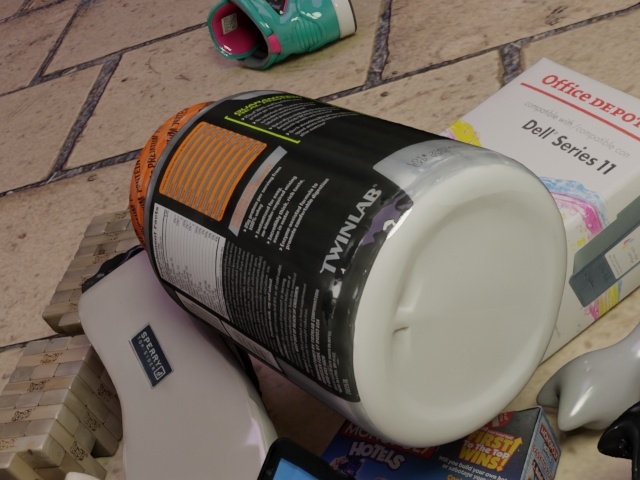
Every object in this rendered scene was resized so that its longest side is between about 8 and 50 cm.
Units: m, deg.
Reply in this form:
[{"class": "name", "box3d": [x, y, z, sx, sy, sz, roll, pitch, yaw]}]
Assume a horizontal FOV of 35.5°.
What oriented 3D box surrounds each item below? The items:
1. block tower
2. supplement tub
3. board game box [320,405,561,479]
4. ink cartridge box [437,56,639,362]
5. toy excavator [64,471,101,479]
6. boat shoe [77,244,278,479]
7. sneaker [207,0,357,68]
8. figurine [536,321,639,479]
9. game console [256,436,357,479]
[{"class": "block tower", "box3d": [-0.232, 0.113, 1.013, 0.091, 0.097, 0.335, -9, 42, 25]}, {"class": "supplement tub", "box3d": [0.000, 0.000, 0.717, 0.193, 0.193, 0.316, -42, 37, -18]}, {"class": "board game box", "box3d": [0.081, 0.199, 0.725, 0.194, 0.060, 0.194, 11, 51, 42]}, {"class": "ink cartridge box", "box3d": [0.193, -0.035, 0.881, 0.353, 0.119, 0.207, -36, 37, -9]}, {"class": "toy excavator", "box3d": [-0.427, 0.295, 0.773, 0.445, 0.433, 0.222, -48, 25, 21]}, {"class": "boat shoe", "box3d": [-0.085, 0.153, 0.820, 0.127, 0.158, 0.340, -35, 46, 6]}, {"class": "sneaker", "box3d": [-0.083, -0.339, 1.443, 0.178, 0.124, 0.295, -24, 36, -10]}, {"class": "figurine", "box3d": [0.258, 0.079, 0.687, 0.209, 0.092, 0.215, -36, 7, -3]}, {"class": "game console", "box3d": [0.017, 0.206, 0.635, 0.124, 0.085, 0.144, -5, 45, 31]}]
